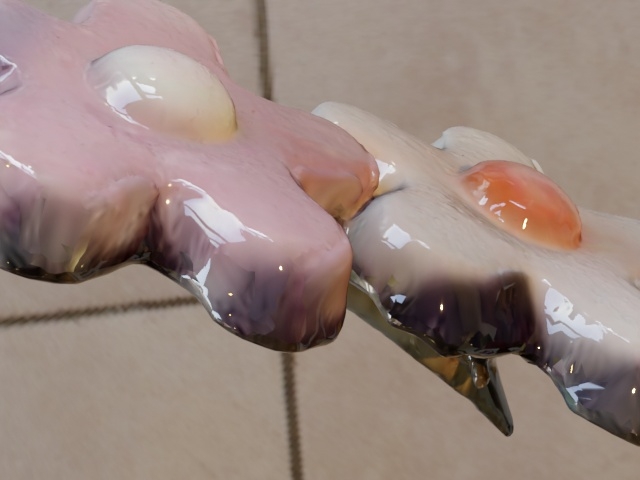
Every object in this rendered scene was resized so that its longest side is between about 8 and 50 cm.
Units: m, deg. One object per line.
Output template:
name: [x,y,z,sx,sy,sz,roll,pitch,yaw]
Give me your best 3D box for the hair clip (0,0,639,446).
hair clip: [0.004,-0.006,0.482,0.257,0.146,0.075,24,119,-30]
